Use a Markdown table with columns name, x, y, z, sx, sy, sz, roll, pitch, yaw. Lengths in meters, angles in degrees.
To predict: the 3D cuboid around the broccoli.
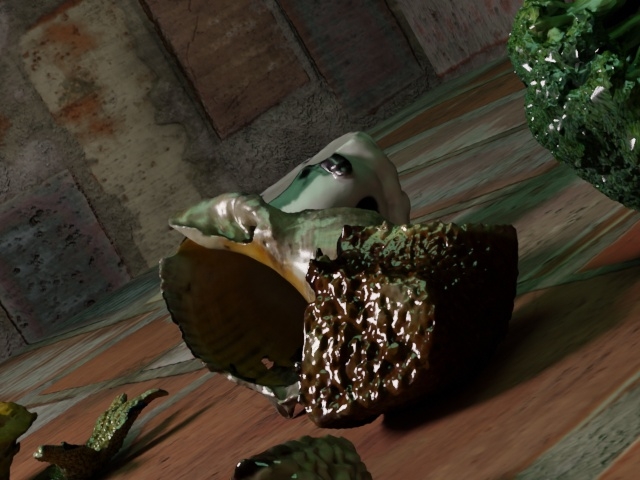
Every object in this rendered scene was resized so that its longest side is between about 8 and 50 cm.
| name | x | y | z | sx | sy | sz | roll | pitch | yaw |
| --- | --- | --- | --- | --- | --- | --- | --- | --- | --- |
| broccoli | 0.270 | -0.148 | 1.116 | 0.270 | 0.270 | 0.270 | 7 | 18 | -2 |

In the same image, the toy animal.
| name | x | y | z | sx | sy | sz | roll | pitch | yaw |
| --- | --- | --- | --- | --- | --- | --- | --- | --- | --- |
| toy animal | 0.000 | 0.000 | 1.575 | 0.208 | 0.156 | 0.204 | -39 | 10 | -8 |

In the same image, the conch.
| name | x | y | z | sx | sy | sz | roll | pitch | yaw |
| --- | --- | --- | --- | --- | --- | --- | --- | --- | --- |
| conch | -0.025 | 0.044 | 1.265 | 0.178 | 0.245 | 0.163 | -57 | -14 | -34 |

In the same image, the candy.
| name | x | y | z | sx | sy | sz | roll | pitch | yaw |
| --- | --- | --- | --- | --- | --- | --- | --- | --- | --- |
| candy | -0.019 | 0.152 | 0.811 | 0.095 | 0.085 | 0.110 | -35 | -5 | 14 |

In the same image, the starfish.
| name | x | y | z | sx | sy | sz | roll | pitch | yaw |
| --- | --- | --- | --- | --- | --- | --- | --- | --- | --- |
| starfish | -0.241 | 0.211 | 1.467 | 0.208 | 0.053 | 0.176 | -33 | -3 | -44 |

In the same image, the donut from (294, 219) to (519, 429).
| name | x | y | z | sx | sy | sz | roll | pitch | yaw |
| --- | --- | --- | --- | --- | --- | --- | --- | --- | --- |
| donut | 0.070 | 0.052 | 1.083 | 0.126 | 0.144 | 0.186 | -16 | -11 | 34 |

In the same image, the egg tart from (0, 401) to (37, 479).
| name | x | y | z | sx | sy | sz | roll | pitch | yaw |
| --- | --- | --- | --- | --- | --- | --- | --- | --- | --- |
| egg tart | -0.397 | 0.262 | 1.494 | 0.294 | 0.116 | 0.295 | -28 | 5 | 2 |
